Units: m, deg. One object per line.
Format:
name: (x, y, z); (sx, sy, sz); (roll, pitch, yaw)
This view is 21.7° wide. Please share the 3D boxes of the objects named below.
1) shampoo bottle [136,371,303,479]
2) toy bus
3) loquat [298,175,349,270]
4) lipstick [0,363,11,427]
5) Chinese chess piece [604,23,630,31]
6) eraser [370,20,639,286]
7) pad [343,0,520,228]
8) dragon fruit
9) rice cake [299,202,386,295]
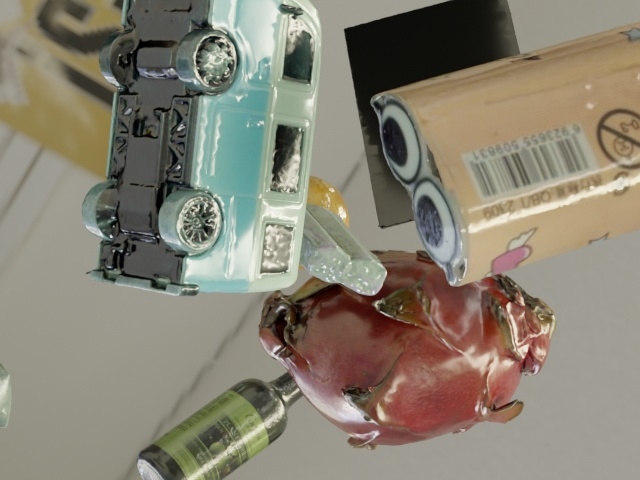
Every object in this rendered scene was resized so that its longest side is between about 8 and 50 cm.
shampoo bottle: (-0.122, 0.264, 2.360); (0.284, 0.101, 0.101); (-34, -177, -28)
toy bus: (-0.086, -0.092, 1.370); (0.133, 0.165, 0.271); (8, -88, 47)
loquat: (-0.027, -0.029, 2.351); (0.141, 0.141, 0.141); (-52, -163, 24)
lipstick: (-0.440, 0.152, 2.019); (0.290, 0.076, 0.077); (27, -66, 61)
Chinese chess piece: (0.386, -0.153, 2.032); (0.092, 0.238, 0.238); (-1, 134, -55)
eraser: (0.205, -0.082, 1.349); (0.171, 0.291, 0.087); (68, -22, 13)
pad: (0.116, -0.131, 1.601); (0.170, 0.006, 0.245); (-14, -123, 7)
dragon fruit: (0.091, 0.118, 1.852); (0.250, 0.315, 0.250); (-174, -90, -73)
rice cake: (0.000, 0.000, 1.719); (0.226, 0.085, 0.040); (-132, -120, -68)
